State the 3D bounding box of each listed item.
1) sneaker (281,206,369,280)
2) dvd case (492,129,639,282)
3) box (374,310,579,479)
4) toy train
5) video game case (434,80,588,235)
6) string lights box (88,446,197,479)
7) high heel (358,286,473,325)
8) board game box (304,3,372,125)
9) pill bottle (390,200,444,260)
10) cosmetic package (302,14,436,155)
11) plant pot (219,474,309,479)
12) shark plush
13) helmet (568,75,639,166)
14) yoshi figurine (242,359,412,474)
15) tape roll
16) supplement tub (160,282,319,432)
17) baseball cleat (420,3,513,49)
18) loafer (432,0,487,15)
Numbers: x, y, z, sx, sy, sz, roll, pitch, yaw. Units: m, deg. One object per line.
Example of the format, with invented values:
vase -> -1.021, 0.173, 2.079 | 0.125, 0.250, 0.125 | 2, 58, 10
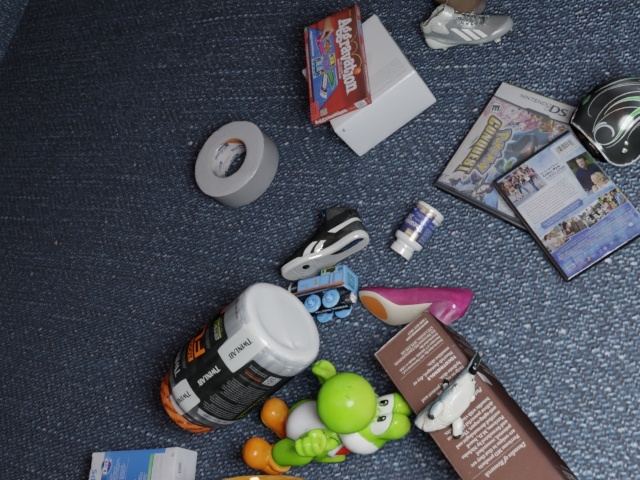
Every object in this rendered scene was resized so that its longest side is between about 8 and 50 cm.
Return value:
sneaker -> 0.000, 0.000, 1.689 | 0.217, 0.079, 0.121 | -26, 53, 10
dvd case -> 0.475, -0.068, 1.418 | 0.180, 0.022, 0.253 | -35, 65, 10
box -> 0.276, 0.318, 1.290 | 0.143, 0.191, 0.381 | -42, 53, 9
toy train -> -0.002, 0.122, 1.630 | 0.184, 0.080, 0.105 | -15, 52, 28
video game case -> 0.409, -0.178, 1.535 | 0.248, 0.035, 0.274 | 32, 87, 38
string lights box -> -0.412, 0.550, 1.686 | 0.260, 0.077, 0.133 | -11, 62, 28
high heel -> 0.192, 0.118, 1.527 | 0.117, 0.082, 0.244 | -38, 28, -31
board game box -> 0.036, -0.408, 1.707 | 0.145, 0.027, 0.281 | -18, 59, 23
pill bottle -> 0.202, -0.020, 1.570 | 0.067, 0.067, 0.120 | 36, 90, 38
cosmetic package -> 0.112, -0.363, 1.741 | 0.224, 0.138, 0.224 | -35, 53, 14
plant pot -> -0.117, 0.568, 1.430 | 0.205, 0.205, 0.187 | -6, 81, 30
shark plush -> 0.213, 0.245, 1.214 | 0.161, 0.073, 0.067 | -64, 22, -3
helmet -> 0.569, -0.224, 1.373 | 0.161, 0.169, 0.169 | -41, 53, 13
yoshi figurine -> -0.001, 0.333, 1.403 | 0.362, 0.203, 0.203 | -24, 76, 38
tape roll -> -0.218, -0.199, 1.915 | 0.219, 0.072, 0.219 | -13, 63, 27
supplement tub -> -0.179, 0.258, 1.567 | 0.338, 0.207, 0.207 | -42, 51, 28
baseball cleat -> 0.329, -0.494, 1.683 | 0.206, 0.109, 0.072 | -9, 50, 26
loafer -> 0.271, -0.670, 1.788 | 0.134, 0.130, 0.366 | -42, 53, 9
